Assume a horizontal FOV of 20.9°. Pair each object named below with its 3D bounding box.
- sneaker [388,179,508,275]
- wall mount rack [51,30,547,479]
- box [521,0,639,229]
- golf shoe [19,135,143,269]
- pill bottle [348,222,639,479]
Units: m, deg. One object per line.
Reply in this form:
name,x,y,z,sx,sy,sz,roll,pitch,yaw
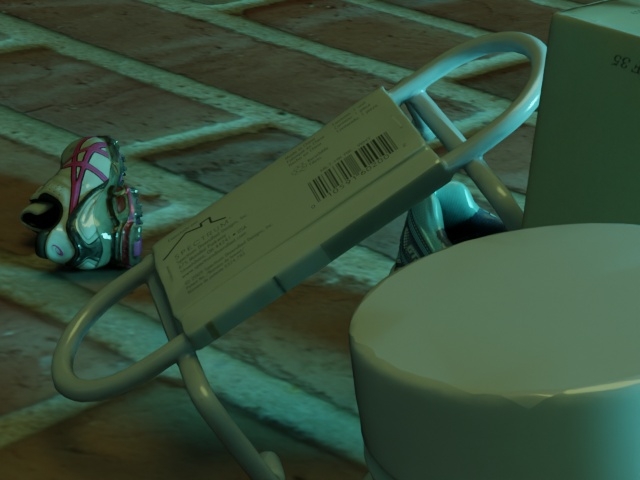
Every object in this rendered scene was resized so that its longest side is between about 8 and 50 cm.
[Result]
sneaker,0.157,0.041,1.140,0.283,0.122,0.110,21,27,34
wall mount rack,0.000,0.000,1.087,0.350,0.130,0.304,-34,29,2
box,0.185,0.040,0.889,0.148,0.311,0.121,20,26,35
golf shoe,-0.189,-0.035,1.331,0.086,0.067,0.186,-2,23,-14
pill bottle,0.094,0.148,0.599,0.160,0.283,0.160,-7,22,3
